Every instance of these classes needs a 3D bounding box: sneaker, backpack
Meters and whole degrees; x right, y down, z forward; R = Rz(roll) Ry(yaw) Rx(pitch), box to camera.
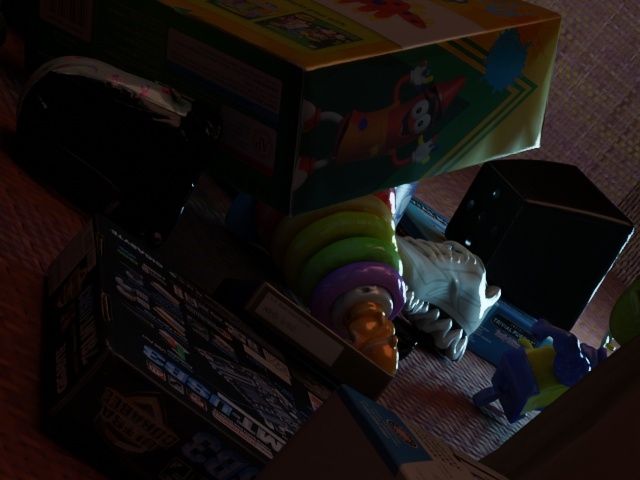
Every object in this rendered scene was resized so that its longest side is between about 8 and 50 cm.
[{"bbox_3d":[0.129,0.039,2.088,0.110,0.118,0.292,47,2,35],"label":"sneaker"},{"bbox_3d":[-0.199,-0.096,1.610,0.182,0.152,0.115,25,9,-12],"label":"backpack"}]

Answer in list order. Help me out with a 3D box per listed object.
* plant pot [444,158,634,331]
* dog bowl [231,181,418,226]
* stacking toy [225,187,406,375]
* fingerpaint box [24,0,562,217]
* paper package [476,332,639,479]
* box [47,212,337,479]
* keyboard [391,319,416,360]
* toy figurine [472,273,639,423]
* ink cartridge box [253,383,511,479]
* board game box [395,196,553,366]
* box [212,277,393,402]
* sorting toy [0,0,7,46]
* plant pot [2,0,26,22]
[{"bbox_3d":[0.288,-0.009,2.389,0.167,0.187,0.188,17,22,-32],"label":"plant pot"},{"bbox_3d":[-0.012,-0.093,2.166,0.265,0.104,0.265,28,11,-6],"label":"dog bowl"},{"bbox_3d":[0.030,0.038,1.837,0.166,0.175,0.302,20,34,-35],"label":"stacking toy"},{"bbox_3d":[-0.037,-0.205,1.820,0.371,0.163,0.445,-17,34,-41],"label":"fingerpaint box"},{"bbox_3d":[0.344,0.249,1.525,0.325,0.309,0.168,48,10,-3],"label":"paper package"},{"bbox_3d":[-0.070,0.129,1.279,0.295,0.073,0.293,38,11,-19],"label":"box"},{"bbox_3d":[0.033,0.077,1.986,0.100,0.038,0.192,-13,52,-48],"label":"keyboard"},{"bbox_3d":[0.294,0.181,2.043,0.362,0.217,0.191,99,-19,-70],"label":"toy figurine"},{"bbox_3d":[0.069,0.236,1.062,0.232,0.168,0.171,33,12,-38],"label":"ink cartridge box"},{"bbox_3d":[0.192,0.052,2.468,0.254,0.079,0.336,32,14,-37],"label":"board game box"},{"bbox_3d":[-0.026,0.085,1.516,0.136,0.036,0.225,37,-9,-11],"label":"box"},{"bbox_3d":[-0.358,-0.283,1.817,0.127,0.126,0.365,37,12,-15],"label":"sorting toy"},{"bbox_3d":[-0.311,-0.347,2.061,0.254,0.237,0.237,26,9,6],"label":"plant pot"}]
